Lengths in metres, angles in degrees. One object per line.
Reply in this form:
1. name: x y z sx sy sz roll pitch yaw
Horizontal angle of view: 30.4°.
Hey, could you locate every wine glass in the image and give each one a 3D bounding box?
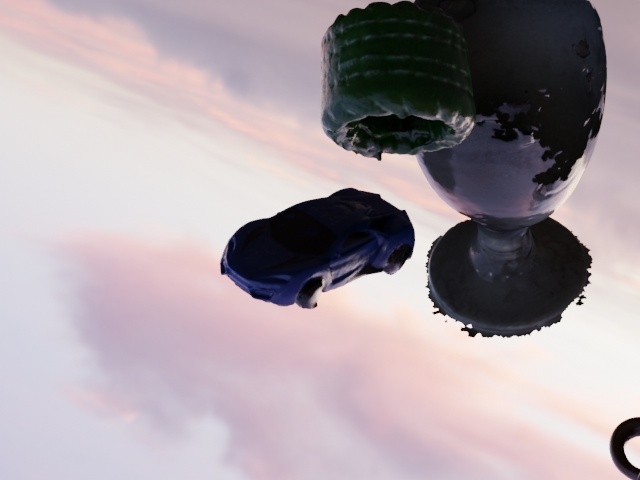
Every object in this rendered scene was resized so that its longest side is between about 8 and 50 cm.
1. wine glass: 0.171 -0.077 1.111 0.190 0.357 0.190 -4 -131 5

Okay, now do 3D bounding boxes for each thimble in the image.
1. thimble: 0.056 -0.115 0.877 0.118 0.090 0.130 1 167 -10

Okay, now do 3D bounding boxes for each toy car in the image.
1. toy car: 0.000 0.000 1.068 0.103 0.063 0.216 33 -148 30

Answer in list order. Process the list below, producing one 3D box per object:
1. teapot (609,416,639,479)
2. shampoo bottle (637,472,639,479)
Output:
1. teapot: 0.404 0.258 1.208 0.252 0.178 0.135 24 -123 37
2. shampoo bottle: 0.324 0.161 0.887 0.260 0.064 0.102 -9 -108 -48
